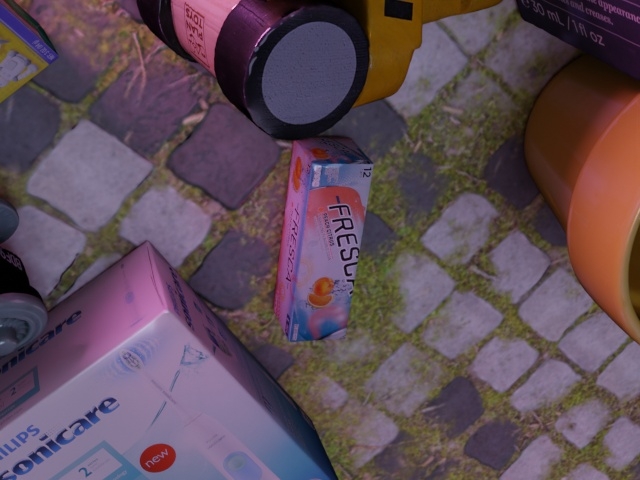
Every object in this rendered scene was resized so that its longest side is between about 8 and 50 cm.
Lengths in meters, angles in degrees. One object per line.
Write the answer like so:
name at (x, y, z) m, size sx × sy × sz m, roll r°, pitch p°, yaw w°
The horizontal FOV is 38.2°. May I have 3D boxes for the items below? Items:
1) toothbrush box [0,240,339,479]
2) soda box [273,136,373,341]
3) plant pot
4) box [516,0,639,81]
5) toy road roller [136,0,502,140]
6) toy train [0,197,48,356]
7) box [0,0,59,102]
toothbrush box at (-0.149, 0.183, 0.855) m, size 0.216 × 0.126 × 0.295 m, roll -35°, pitch 122°, yaw 1°
soda box at (0.000, 0.000, 0.843) m, size 0.058 × 0.063 × 0.183 m, roll -2°, pitch 118°, yaw -18°
plant pot at (0.307, -0.060, 0.816) m, size 0.254 × 0.239 × 0.254 m, roll -9°, pitch 121°, yaw -15°
box at (0.239, -0.322, 0.612) m, size 0.212 × 0.293 × 0.395 m, roll -30°, pitch 123°, yaw -3°
toy road roller at (0.005, -0.250, 0.632) m, size 0.240 × 0.202 × 0.330 m, roll -20°, pitch 129°, yaw -23°
toy train at (-0.333, 0.019, 0.639) m, size 0.190 × 0.142 × 0.334 m, roll -27°, pitch 154°, yaw 3°
box at (-0.290, -0.114, 0.660) m, size 0.179 × 0.043 × 0.105 m, roll -36°, pitch 155°, yaw 4°
